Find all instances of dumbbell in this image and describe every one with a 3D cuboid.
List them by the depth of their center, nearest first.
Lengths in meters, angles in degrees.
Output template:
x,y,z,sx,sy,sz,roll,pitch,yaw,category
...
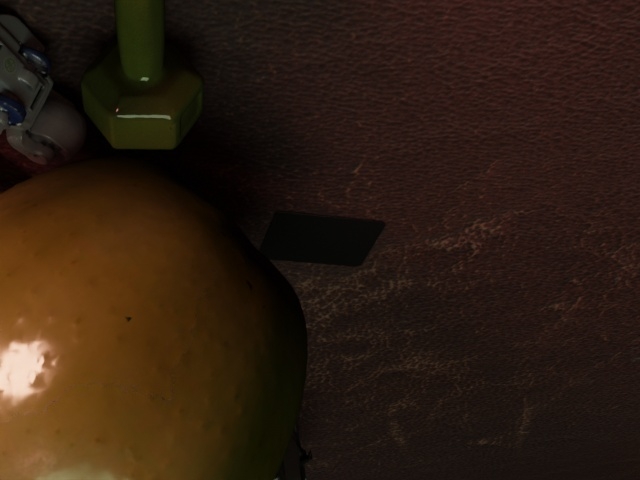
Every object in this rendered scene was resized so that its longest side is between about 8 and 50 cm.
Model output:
x,y,z,sx,sy,sz,roll,pitch,yaw,category
-0.161,-0.209,0.775,0.108,0.121,0.302,23,145,8,dumbbell

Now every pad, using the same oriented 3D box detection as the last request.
x,y,z,sx,sy,sz,roll,pitch,yaw,category
0.000,0.000,1.198,0.157,0.003,0.112,5,143,-18,pad

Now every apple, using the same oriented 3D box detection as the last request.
x,y,z,sx,sy,sz,roll,pitch,yaw,category
-0.237,0.138,0.944,0.473,0.474,0.474,-5,145,-3,apple

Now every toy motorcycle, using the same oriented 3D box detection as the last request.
x,y,z,sx,sy,sz,roll,pitch,yaw,category
-0.326,-0.160,0.841,0.112,0.113,0.254,-17,146,14,toy motorcycle

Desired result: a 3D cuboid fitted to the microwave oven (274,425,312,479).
x,y,z,sx,sy,sz,roll,pitch,yaw,category
-0.199,0.407,1.545,0.374,0.236,0.432,-8,146,0,microwave oven
